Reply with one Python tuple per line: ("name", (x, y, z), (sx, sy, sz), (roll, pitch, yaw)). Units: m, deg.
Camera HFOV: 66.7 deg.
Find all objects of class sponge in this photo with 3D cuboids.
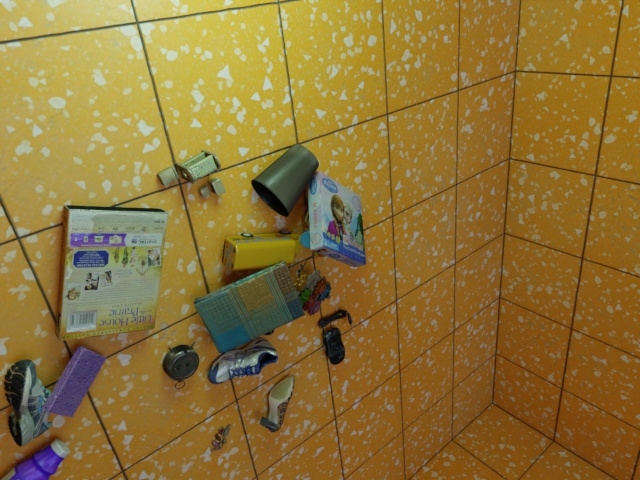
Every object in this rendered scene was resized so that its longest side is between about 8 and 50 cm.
("sponge", (-0.787, 0.455, 1.564), (0.210, 0.031, 0.117), (-66, 155, -20))

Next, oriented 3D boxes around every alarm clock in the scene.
("alarm clock", (-0.525, 0.482, 1.839), (0.129, 0.064, 0.192), (-7, 115, -39))

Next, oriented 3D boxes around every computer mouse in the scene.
("computer mouse", (0.083, 0.458, 2.356), (0.184, 0.060, 0.262), (-26, 111, -26))

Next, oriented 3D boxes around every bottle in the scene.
("bottle", (-0.949, 0.773, 1.569), (0.283, 0.092, 0.118), (-45, 131, -18))

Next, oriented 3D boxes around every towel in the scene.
("towel", (-0.264, 0.258, 1.859), (0.369, 0.040, 0.272), (-24, 120, -12))

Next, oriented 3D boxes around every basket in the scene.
("basket", (-0.120, -0.237, 1.832), (0.227, 0.154, 0.204), (-51, 133, -17))

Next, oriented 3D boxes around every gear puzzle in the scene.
("gear puzzle", (-0.033, 0.219, 2.092), (0.176, 0.044, 0.339), (-54, 152, -10))

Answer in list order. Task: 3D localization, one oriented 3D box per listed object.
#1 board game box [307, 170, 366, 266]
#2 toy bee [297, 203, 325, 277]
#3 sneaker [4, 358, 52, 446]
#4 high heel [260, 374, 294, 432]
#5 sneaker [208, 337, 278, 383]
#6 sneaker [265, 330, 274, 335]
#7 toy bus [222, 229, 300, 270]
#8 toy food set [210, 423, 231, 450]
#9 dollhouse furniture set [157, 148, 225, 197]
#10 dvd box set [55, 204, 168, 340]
("board game box", (0.069, -0.079, 1.977), (0.318, 0.065, 0.319), (23, 58, -51))
("toy bee", (0.000, 0.000, 2.022), (0.195, 0.162, 0.299), (-76, 170, -58))
("sneaker", (-0.894, 0.486, 1.511), (0.122, 0.110, 0.283), (-16, 121, -56))
("high heel", (-0.177, 0.755, 2.254), (0.261, 0.093, 0.186), (-57, 152, -18))
("sneaker", (-0.310, 0.503, 1.984), (0.296, 0.131, 0.112), (-27, 125, -28))
("sneaker", (-0.274, 0.272, 1.962), (0.267, 0.101, 0.106), (53, 41, -33))
("toy bus", (-0.213, 0.036, 1.872), (0.332, 0.130, 0.108), (-5, 110, -39))
("toy food set", (-0.431, 0.856, 2.099), (0.077, 0.019, 0.122), (10, 101, -43))
("dollhouse furniture set", (-0.415, -0.186, 1.626), (0.181, 0.101, 0.161), (-35, 127, -25))
("dvd box set", (-0.664, 0.101, 1.559), (0.307, 0.062, 0.421), (-2, 108, -41))
